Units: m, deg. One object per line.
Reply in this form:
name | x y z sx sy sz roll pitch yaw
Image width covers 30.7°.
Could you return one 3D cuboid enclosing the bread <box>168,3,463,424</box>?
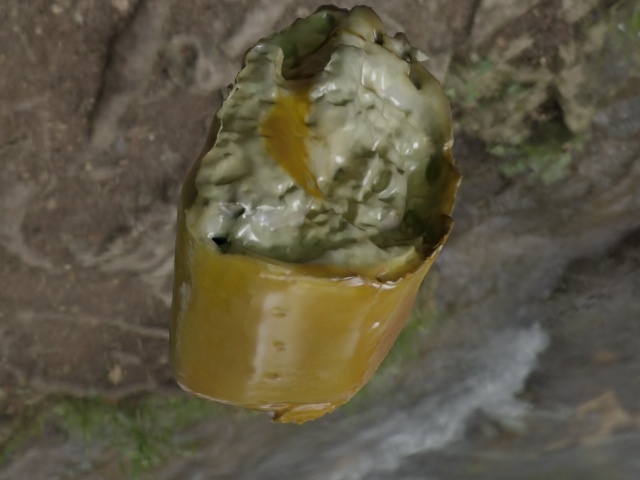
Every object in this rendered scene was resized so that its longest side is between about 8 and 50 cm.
bread | 0.000 0.000 1.239 0.250 0.361 0.394 17 140 4
